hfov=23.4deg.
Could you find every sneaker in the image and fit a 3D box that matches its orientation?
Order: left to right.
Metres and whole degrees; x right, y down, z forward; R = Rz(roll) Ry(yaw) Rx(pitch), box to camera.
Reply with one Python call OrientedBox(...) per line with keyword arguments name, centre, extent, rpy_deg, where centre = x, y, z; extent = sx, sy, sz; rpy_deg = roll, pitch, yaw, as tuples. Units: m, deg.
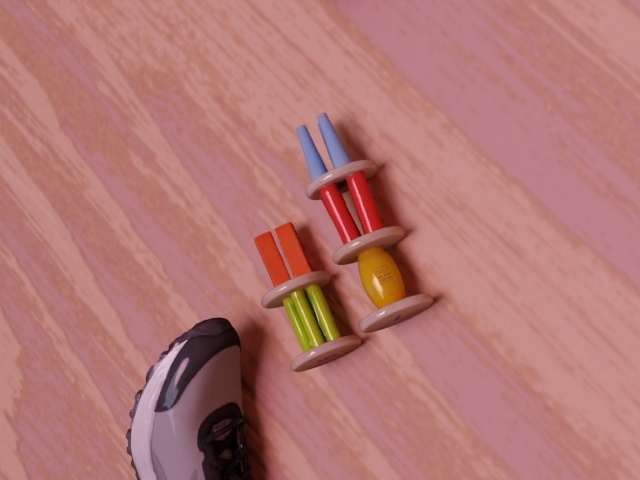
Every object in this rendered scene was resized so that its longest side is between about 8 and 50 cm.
OrientedBox(name="sneaker", centre=(-0.078, 0.185, 1.121), extent=(0.108, 0.100, 0.271), rpy_deg=(15, 109, 28))

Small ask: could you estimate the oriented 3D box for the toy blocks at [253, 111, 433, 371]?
OrientedBox(name="toy blocks", centre=(0.000, 0.000, 1.057), extent=(0.123, 0.054, 0.148), rpy_deg=(-32, 74, 36))
